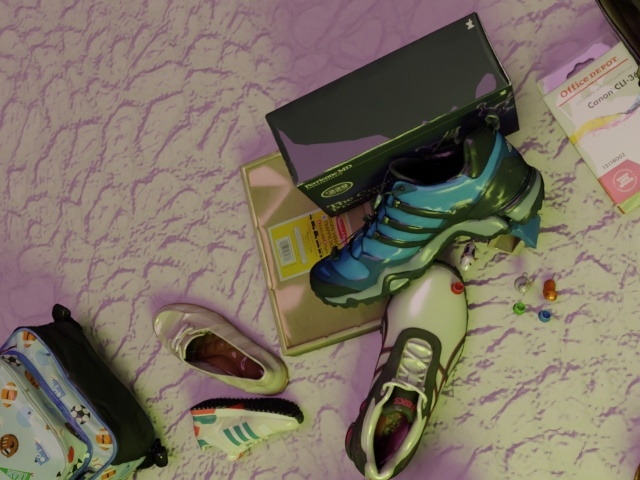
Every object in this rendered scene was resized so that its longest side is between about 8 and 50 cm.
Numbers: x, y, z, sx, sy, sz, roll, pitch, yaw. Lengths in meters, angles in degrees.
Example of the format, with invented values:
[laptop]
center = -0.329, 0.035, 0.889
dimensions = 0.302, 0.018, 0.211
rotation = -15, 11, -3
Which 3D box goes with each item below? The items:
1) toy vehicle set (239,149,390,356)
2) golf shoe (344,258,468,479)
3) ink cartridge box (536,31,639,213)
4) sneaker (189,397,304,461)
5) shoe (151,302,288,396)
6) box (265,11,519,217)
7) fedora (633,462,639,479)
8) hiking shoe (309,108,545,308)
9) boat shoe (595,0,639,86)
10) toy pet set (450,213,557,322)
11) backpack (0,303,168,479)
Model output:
[toy vehicle set]
center = 0.000, 0.000, 1.338
dimensions = 0.166, 0.035, 0.266
rotation = -19, 75, 21
[golf shoe]
center = 0.111, 0.155, 1.207
dimensions = 0.105, 0.120, 0.272
rotation = 17, 91, -1
[ink cartridge box]
center = 0.337, -0.145, 1.189
dimensions = 0.115, 0.067, 0.198
rotation = -36, 69, 15
[sneaker]
center = -0.093, 0.247, 1.340
dimensions = 0.161, 0.057, 0.075
rotation = -2, 98, 23
[shoe]
center = -0.142, 0.139, 1.368
dimensions = 0.219, 0.058, 0.076
rotation = 23, 92, 25
[box]
center = 0.091, -0.138, 1.211
dimensions = 0.261, 0.184, 0.103
rotation = -25, 73, 8
[fedora]
center = 0.378, 0.291, 1.059
dimensions = 0.194, 0.079, 0.194
rotation = -10, 78, 56
[hiking shoe]
center = 0.099, -0.035, 1.189
dimensions = 0.304, 0.113, 0.132
rotation = -31, 116, 20
[boat shoe]
center = 0.378, -0.192, 1.101
dimensions = 0.092, 0.103, 0.285
rotation = -18, 66, -10
[toy pet set]
center = 0.226, 0.018, 1.197
dimensions = 0.122, 0.065, 0.114
rotation = 17, 63, -1
[backpack]
center = -0.390, 0.272, 1.390
dimensions = 0.263, 0.213, 0.276
rotation = -48, 69, 22
